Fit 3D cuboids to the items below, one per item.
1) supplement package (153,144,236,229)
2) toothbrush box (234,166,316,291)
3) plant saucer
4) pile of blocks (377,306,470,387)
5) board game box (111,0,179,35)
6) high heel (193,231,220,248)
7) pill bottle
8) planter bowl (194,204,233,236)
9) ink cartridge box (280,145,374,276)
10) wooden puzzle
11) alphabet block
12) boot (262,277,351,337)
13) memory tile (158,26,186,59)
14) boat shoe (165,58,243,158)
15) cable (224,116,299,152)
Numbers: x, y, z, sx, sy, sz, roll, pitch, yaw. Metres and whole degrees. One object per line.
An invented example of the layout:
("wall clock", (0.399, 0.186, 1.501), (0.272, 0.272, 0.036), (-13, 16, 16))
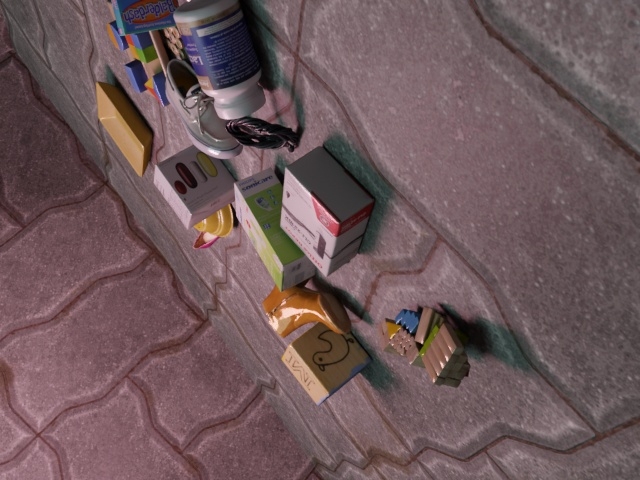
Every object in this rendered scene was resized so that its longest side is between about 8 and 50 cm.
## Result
("supplement package", (-0.411, -0.186, 2.174), (0.203, 0.194, 0.149), (53, 156, 6))
("toothbrush box", (-0.126, -0.028, 1.855), (0.283, 0.122, 0.206), (60, 164, 18))
("plant saucer", (-0.793, -0.463, 2.707), (0.333, 0.081, 0.333), (54, 158, 4))
("pile of blocks", (0.264, 0.236, 1.559), (0.112, 0.149, 0.362), (18, 180, -21))
("board game box", (-0.445, -0.631, 1.641), (0.047, 0.160, 0.210), (22, 128, 53))
("high heel", (-0.424, -0.032, 2.502), (0.082, 0.117, 0.244), (56, 157, 1))
("pill bottle", (-0.225, -0.429, 1.539), (0.153, 0.153, 0.265), (28, 144, 48))
("planter bowl", (-0.414, -0.100, 2.358), (0.217, 0.090, 0.217), (26, 128, 39))
("ink cartridge box", (0.007, -0.064, 1.614), (0.197, 0.114, 0.273), (47, 157, 19))
("wooden puzzle", (-0.568, -0.575, 2.094), (0.348, 0.080, 0.322), (37, 152, 43))
("alphabet block", (0.016, 0.378, 2.095), (0.197, 0.192, 0.193), (50, 155, 12))
("boot", (-0.048, 0.231, 2.000), (0.211, 0.104, 0.295), (-52, 56, 21))
("memory tile", (-0.442, -0.599, 1.919), (0.148, 0.012, 0.113), (42, 153, 30))
("boat shoe", (-0.332, -0.392, 1.852), (0.367, 0.136, 0.156), (55, 156, 29))
("cable", (-0.146, -0.260, 1.619), (0.184, 0.047, 0.150), (15, 172, -6))
